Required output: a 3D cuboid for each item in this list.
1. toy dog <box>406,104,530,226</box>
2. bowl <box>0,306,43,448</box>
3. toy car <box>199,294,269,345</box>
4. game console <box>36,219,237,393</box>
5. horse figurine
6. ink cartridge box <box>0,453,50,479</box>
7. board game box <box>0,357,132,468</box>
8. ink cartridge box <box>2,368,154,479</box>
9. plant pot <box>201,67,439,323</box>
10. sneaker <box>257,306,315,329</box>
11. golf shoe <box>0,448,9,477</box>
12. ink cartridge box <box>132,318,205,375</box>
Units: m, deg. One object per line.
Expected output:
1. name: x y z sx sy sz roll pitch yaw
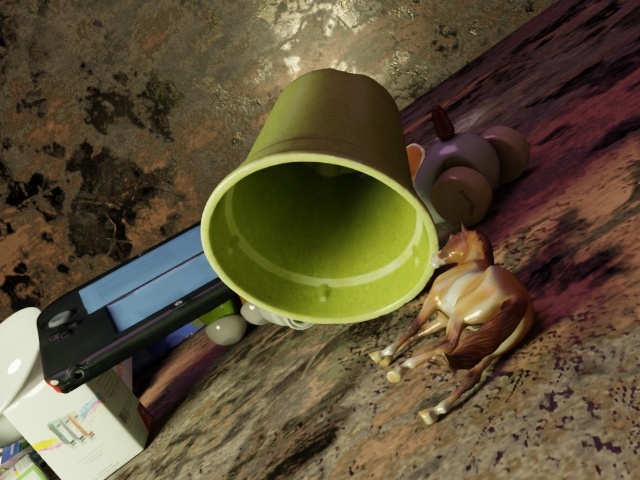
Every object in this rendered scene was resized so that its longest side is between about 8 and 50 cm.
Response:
1. toy dog: 0.140 -0.090 1.102 0.333 0.161 0.220 -31 11 29
2. bowl: -0.585 0.287 1.418 0.297 0.134 0.298 -29 37 25
3. toy car: -0.137 0.096 1.325 0.182 0.159 0.136 -32 -25 19
4. game console: -0.242 0.067 1.111 0.386 0.060 0.342 -31 16 -15
5. horse figurine: 0.128 0.070 0.677 0.174 0.066 0.263 -43 7 -1
6. ink cartridge box: -0.556 0.461 1.232 0.209 0.062 0.109 -41 11 -24
7. board game box: -0.529 0.274 1.545 0.318 0.066 0.319 -35 42 18
8. ink cartridge box: -0.367 0.269 1.130 0.127 0.176 0.128 -36 9 2
9. plant pot: 0.011 -0.078 0.933 0.276 0.276 0.254 -30 33 33
10. sneaker: 0.000 0.000 1.136 0.169 0.108 0.293 5 76 70
11. golf shoe: -0.739 0.509 1.583 0.186 0.086 0.067 -38 11 2
12. ink cartridge box: -0.362 0.156 1.760 0.270 0.151 0.395 -36 11 5
